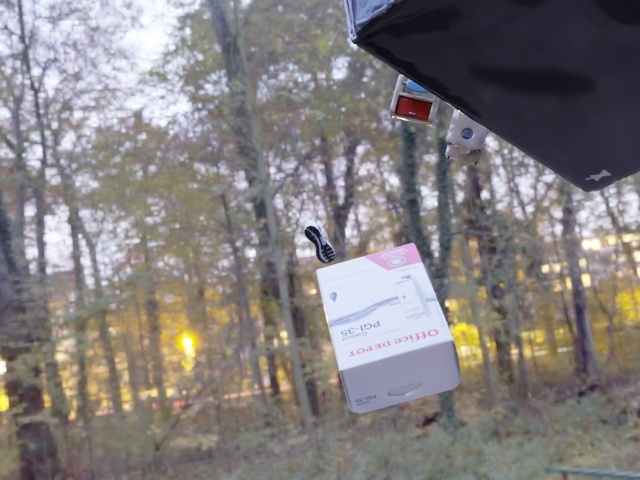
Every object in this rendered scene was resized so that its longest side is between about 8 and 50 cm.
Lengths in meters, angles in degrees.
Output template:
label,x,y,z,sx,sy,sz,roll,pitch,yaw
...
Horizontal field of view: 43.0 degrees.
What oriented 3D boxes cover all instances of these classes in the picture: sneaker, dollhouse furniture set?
label,x,y,z,sx,sy,sz,roll,pitch,yaw
sneaker,0.000,0.000,1.675,0.040,0.109,0.044,-20,32,11
dollhouse furniture set,0.213,-0.227,1.460,0.183,0.129,0.129,14,-4,10

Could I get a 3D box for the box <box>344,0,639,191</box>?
label,x,y,z,sx,sy,sz,roll,pitch,yaw
box,0.256,-0.374,0.903,0.297,0.472,0.479,-26,-32,36

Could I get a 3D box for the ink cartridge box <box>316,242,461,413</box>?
label,x,y,z,sx,sy,sz,roll,pitch,yaw
ink cartridge box,0.120,0.153,1.485,0.207,0.283,0.117,-15,-53,0
